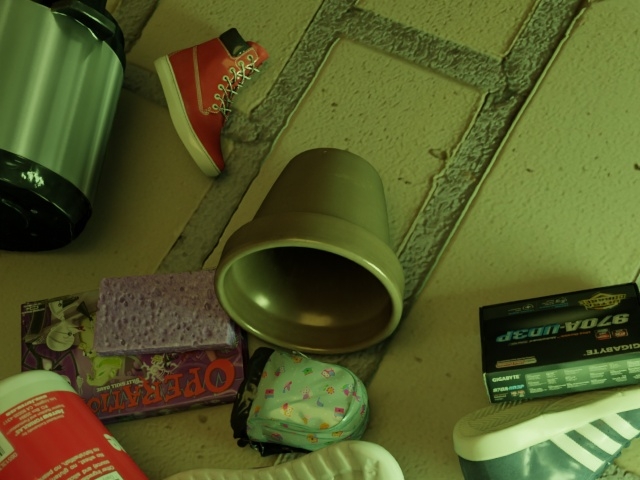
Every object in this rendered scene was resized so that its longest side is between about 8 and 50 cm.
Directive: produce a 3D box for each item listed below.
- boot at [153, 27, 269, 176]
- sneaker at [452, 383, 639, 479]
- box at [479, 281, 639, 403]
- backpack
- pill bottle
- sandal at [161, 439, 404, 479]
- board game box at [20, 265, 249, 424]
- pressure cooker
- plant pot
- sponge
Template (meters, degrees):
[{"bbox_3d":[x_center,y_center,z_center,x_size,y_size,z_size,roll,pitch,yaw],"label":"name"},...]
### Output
[{"bbox_3d":[-0.150,-0.226,1.948,0.176,0.088,0.244,-22,60,3],"label":"boot"},{"bbox_3d":[0.346,0.262,1.604,0.350,0.131,0.148,-15,102,-8],"label":"sneaker"},{"bbox_3d":[0.324,0.134,1.636,0.220,0.051,0.175,-9,26,11],"label":"box"},{"bbox_3d":[-0.023,0.228,1.703,0.182,0.115,0.152,11,68,16],"label":"backpack"},{"bbox_3d":[-0.316,0.382,1.608,0.229,0.229,0.408,-43,67,-6],"label":"pill bottle"},{"bbox_3d":[-0.065,0.372,1.661,0.416,0.102,0.169,-16,83,25],"label":"sandal"},{"bbox_3d":[-0.279,0.164,1.836,0.347,0.056,0.208,-11,69,9],"label":"board game box"},{"bbox_3d":[-0.494,-0.230,1.887,0.370,0.375,0.420,9,69,2],"label":"pressure cooker"},{"bbox_3d":[0.000,0.000,1.746,0.263,0.263,0.229,0,49,14],"label":"plant pot"},{"bbox_3d":[-0.227,0.106,1.805,0.210,0.031,0.117,-4,67,13],"label":"sponge"}]
